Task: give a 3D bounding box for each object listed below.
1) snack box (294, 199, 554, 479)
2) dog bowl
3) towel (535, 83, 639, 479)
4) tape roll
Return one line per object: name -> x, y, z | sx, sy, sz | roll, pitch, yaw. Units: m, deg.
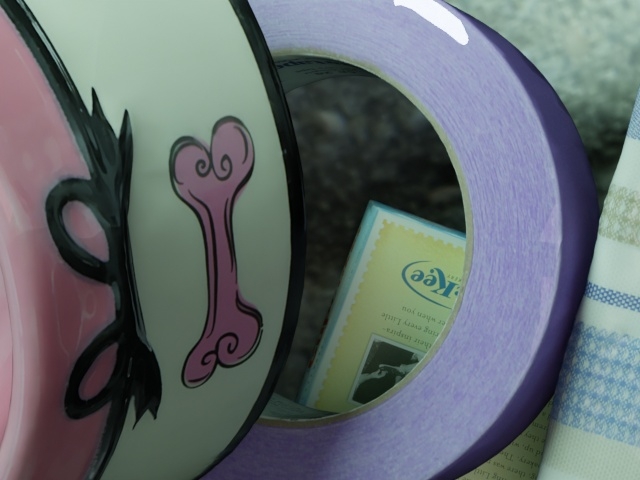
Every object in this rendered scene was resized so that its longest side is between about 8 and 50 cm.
snack box -> 0.146, 0.119, 1.036 | 0.322, 0.060, 0.187 | 20, 95, -3
dog bowl -> -0.215, -0.022, 0.867 | 0.408, 0.150, 0.408 | 15, 120, 28
towel -> 0.225, 0.053, 0.889 | 0.209, 0.034, 0.285 | 14, 103, 8
tape roll -> 0.000, 0.000, 0.956 | 0.275, 0.090, 0.275 | -1, 88, 22
